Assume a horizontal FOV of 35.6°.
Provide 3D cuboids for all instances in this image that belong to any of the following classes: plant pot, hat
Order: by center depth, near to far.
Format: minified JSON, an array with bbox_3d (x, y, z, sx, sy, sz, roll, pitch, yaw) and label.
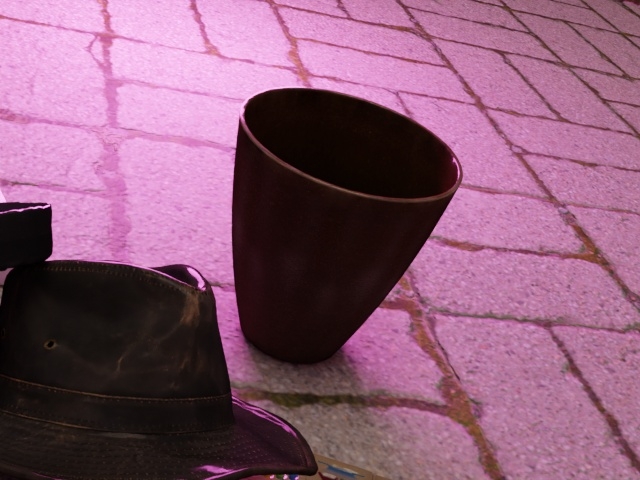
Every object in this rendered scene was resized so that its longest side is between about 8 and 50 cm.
[{"bbox_3d":[-0.146,0.077,0.737,0.332,0.133,0.331,11,0,0],"label":"hat"},{"bbox_3d":[0.000,0.000,0.983,0.216,0.230,0.215,13,30,-8],"label":"plant pot"}]

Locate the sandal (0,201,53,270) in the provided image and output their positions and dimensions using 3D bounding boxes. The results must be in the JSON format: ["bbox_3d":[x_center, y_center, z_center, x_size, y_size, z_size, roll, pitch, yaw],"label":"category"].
[{"bbox_3d":[-0.400,-0.033,0.722,0.446,0.106,0.167,0,7,14],"label":"sandal"}]

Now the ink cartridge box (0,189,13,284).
[{"bbox_3d":[-0.357,-0.007,0.966,0.181,0.061,0.104,-3,36,-33],"label":"ink cartridge box"}]

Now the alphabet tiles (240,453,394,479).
[{"bbox_3d":[-0.006,0.278,0.733,0.285,0.011,0.342,18,29,-1],"label":"alphabet tiles"}]
